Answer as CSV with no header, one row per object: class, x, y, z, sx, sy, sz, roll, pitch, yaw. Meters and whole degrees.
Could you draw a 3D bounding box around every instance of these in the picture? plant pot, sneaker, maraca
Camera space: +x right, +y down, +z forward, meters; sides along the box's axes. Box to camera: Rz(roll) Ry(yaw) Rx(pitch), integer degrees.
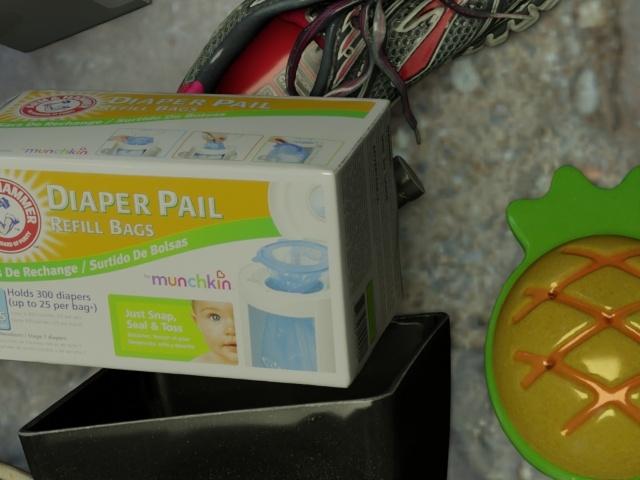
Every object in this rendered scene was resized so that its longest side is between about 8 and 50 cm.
plant pot,-0.024,0.145,0.972,0.188,0.187,0.167,-8,99,14
sneaker,0.041,-0.131,0.994,0.121,0.112,0.299,43,98,12
maraca,0.149,0.043,0.969,0.127,0.099,0.185,2,63,4

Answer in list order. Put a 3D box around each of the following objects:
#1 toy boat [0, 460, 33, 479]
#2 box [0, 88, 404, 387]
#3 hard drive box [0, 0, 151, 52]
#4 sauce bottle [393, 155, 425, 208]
toy boat,-0.214,0.145,1.029,0.267,0.148,0.318,9,90,15
box,-0.072,-0.006,0.919,0.203,0.103,0.114,3,114,17
hard drive box,-0.194,-0.235,1.024,0.089,0.181,0.232,-20,84,12
sauce bottle,0.000,0.000,1.035,0.128,0.042,0.042,-35,80,8
